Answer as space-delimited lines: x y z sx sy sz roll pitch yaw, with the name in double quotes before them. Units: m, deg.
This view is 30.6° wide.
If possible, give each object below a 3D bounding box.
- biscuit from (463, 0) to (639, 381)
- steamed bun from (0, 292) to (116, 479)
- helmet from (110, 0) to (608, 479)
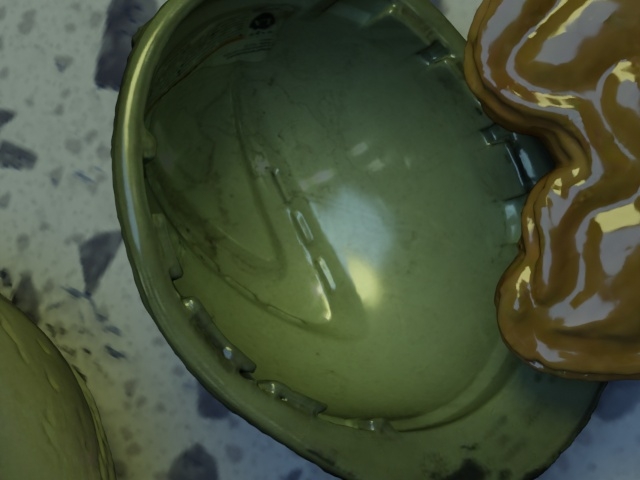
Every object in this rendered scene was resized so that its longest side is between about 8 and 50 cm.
"biscuit" 0.212 -0.087 0.479 0.269 0.051 0.376 41 93 -4
"steamed bun" -0.211 0.114 0.604 0.250 0.155 0.200 42 98 26
"helmet" 0.001 0.004 0.552 0.204 0.137 0.257 -42 98 -25
